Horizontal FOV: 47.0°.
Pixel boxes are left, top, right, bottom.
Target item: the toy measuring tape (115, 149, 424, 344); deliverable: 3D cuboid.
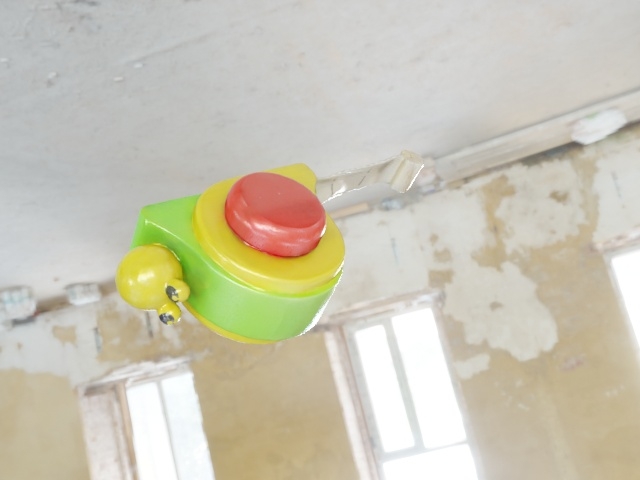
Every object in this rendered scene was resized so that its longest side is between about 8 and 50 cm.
[{"bbox_3d":[0.000,0.000,0.555,0.330,0.121,0.121,-18,175,-45],"label":"toy measuring tape"}]
